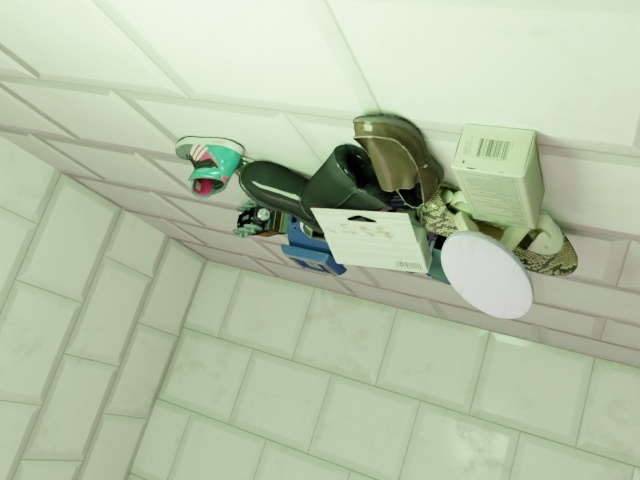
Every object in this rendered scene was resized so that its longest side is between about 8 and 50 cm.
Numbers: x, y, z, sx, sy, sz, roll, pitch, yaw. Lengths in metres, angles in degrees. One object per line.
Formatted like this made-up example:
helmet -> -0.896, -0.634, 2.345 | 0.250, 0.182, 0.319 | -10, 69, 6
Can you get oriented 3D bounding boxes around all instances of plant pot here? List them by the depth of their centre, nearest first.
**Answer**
plant pot -> 0.420, 0.037, 1.950 | 0.166, 0.165, 0.234 | 16, 150, 8
plant pot -> 0.000, 0.000, 2.402 | 0.236, 0.212, 0.236 | 13, 167, 26

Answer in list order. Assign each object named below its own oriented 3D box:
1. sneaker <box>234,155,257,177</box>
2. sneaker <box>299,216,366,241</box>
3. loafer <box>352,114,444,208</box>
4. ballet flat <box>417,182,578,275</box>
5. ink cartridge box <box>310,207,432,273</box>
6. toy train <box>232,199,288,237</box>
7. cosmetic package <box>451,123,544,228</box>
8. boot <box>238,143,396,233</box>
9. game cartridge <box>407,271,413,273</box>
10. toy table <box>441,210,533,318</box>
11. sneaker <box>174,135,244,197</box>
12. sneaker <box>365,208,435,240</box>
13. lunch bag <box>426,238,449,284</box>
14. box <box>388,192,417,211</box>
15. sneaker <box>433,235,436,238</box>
sneaker -> -0.245, -0.221, 2.085 | 0.192, 0.086, 0.064 | 19, 167, -1
sneaker -> 0.068, -0.032, 2.200 | 0.272, 0.100, 0.108 | 1, -152, -14
loafer -> 0.194, -0.182, 1.553 | 0.134, 0.130, 0.366 | 7, 163, 40
ballet flat -> 0.505, -0.037, 1.738 | 0.483, 0.164, 0.182 | 20, 148, -1
ink cartridge box -> 0.150, -0.020, 1.829 | 0.296, 0.066, 0.261 | 5, 142, 27
toy train -> -0.234, -0.076, 2.596 | 0.190, 0.142, 0.334 | 12, 170, -20
cosmetic package -> 0.416, -0.140, 1.471 | 0.160, 0.113, 0.309 | 12, 167, 25
boot -> -0.021, -0.170, 1.861 | 0.367, 0.146, 0.445 | 25, 165, -15
game cartridge -> 0.344, 0.057, 2.523 | 0.230, 0.068, 0.355 | 25, 166, -13
toy table -> 0.432, 0.055, 1.650 | 0.252, 0.161, 0.274 | -26, 110, 31
sneaker -> -0.379, -0.226, 2.037 | 0.296, 0.178, 0.124 | 7, 163, 42
sneaker -> 0.257, -0.047, 2.069 | 0.330, 0.146, 0.122 | 40, 160, 57
lunch bag -> 0.443, 0.078, 2.312 | 0.151, 0.128, 0.096 | 22, 166, -20
box -> 0.208, -0.145, 1.906 | 0.225, 0.036, 0.136 | 28, 164, -32
sneaker -> 0.356, -0.035, 2.149 | 0.067, 0.042, 0.118 | 11, 173, 45
